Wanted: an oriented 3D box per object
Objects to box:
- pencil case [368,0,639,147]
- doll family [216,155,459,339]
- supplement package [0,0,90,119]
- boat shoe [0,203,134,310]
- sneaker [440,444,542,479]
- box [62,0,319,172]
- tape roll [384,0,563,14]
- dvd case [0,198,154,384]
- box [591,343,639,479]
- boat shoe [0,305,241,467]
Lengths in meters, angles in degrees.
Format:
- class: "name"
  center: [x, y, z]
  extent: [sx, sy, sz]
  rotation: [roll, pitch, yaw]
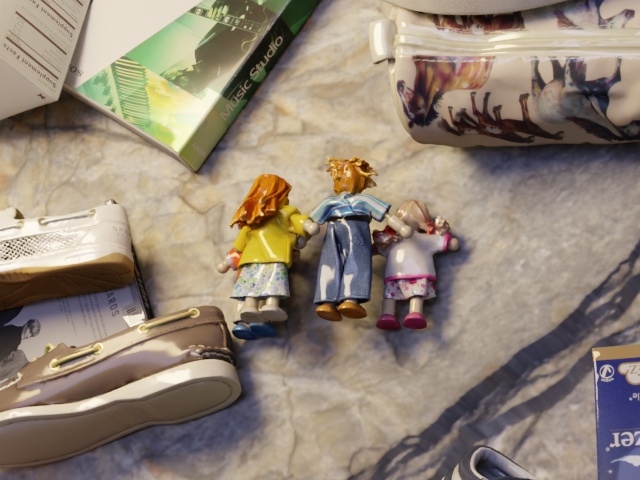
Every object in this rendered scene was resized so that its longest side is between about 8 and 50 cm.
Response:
- class: "pencil case"
  center: [0.260, -0.171, 1.486]
  extent: [0.410, 0.183, 0.159]
  rotation: [2, 70, 24]
- class: "doll family"
  center: [0.000, 0.000, 1.554]
  extent: [0.263, 0.118, 0.163]
  rotation: [-4, 67, 21]
- class: "supplement package"
  center: [-0.358, -0.276, 1.768]
  extent: [0.139, 0.134, 0.244]
  rotation: [-14, 51, 36]
- class: "boat shoe"
  center: [-0.332, 0.013, 1.670]
  extent: [0.277, 0.098, 0.096]
  rotation: [-7, 65, 10]
- class: "sneaker"
  center: [0.160, 0.305, 1.321]
  extent: [0.153, 0.099, 0.282]
  rotation: [-55, 41, 28]
- class: "box"
  center: [-0.139, -0.263, 1.759]
  extent: [0.232, 0.058, 0.322]
  rotation: [31, 84, 30]
- class: "tape roll"
  center: [0.198, -0.363, 1.563]
  extent: [0.392, 0.072, 0.392]
  rotation: [-11, 39, 9]
- class: "dvd case"
  center: [-0.305, 0.080, 1.698]
  extent: [0.239, 0.029, 0.179]
  rotation: [-25, 61, 10]
- class: "box"
  center: [0.318, 0.201, 1.388]
  extent: [0.136, 0.036, 0.225]
  rotation: [-7, 67, 19]
- class: "boat shoe"
  center: [-0.242, 0.151, 1.595]
  extent: [0.324, 0.116, 0.096]
  rotation: [-17, 59, 11]
